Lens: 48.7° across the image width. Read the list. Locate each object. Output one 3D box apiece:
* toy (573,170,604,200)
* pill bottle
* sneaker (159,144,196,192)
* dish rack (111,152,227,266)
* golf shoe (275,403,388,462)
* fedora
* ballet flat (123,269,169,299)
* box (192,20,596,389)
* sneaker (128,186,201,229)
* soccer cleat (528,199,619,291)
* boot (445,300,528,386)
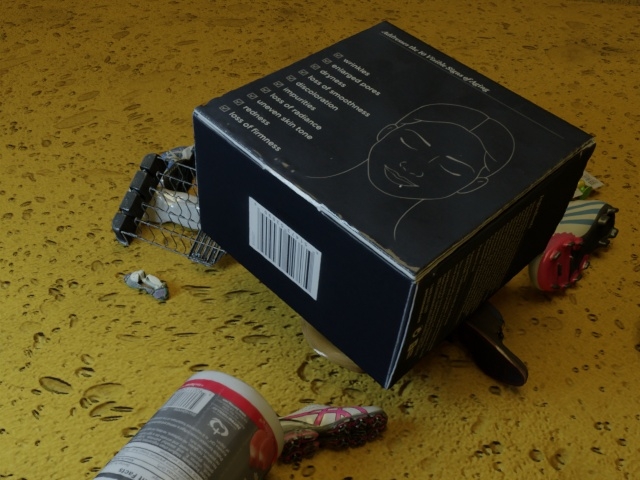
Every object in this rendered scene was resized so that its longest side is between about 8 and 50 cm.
[{"bbox_3d":[0.561,-0.170,1.751,0.137,0.056,0.237,-20,46,-33],"label":"toy"},{"bbox_3d":[-0.198,0.334,0.924,0.176,0.176,0.318,19,40,22],"label":"pill bottle"},{"bbox_3d":[-0.351,-0.170,1.707,0.081,0.080,0.211,0,26,9],"label":"sneaker"},{"bbox_3d":[-0.289,-0.061,1.485,0.272,0.074,0.208,19,76,12],"label":"dish rack"},{"bbox_3d":[0.011,0.280,1.100,0.186,0.067,0.086,-8,36,-13],"label":"golf shoe"},{"bbox_3d":[0.055,0.168,1.243,0.194,0.079,0.194,1,37,-1],"label":"fedora"},{"bbox_3d":[-0.342,0.079,1.387,0.114,0.041,0.041,22,41,26],"label":"ballet flat"},{"bbox_3d":[0.113,-0.095,1.230,0.472,0.297,0.480,-34,59,-31],"label":"box"},{"bbox_3d":[-0.326,-0.082,1.593,0.212,0.080,0.094,19,27,13],"label":"sneaker"},{"bbox_3d":[0.495,0.007,1.477,0.143,0.116,0.331,14,32,43],"label":"soccer cleat"},{"bbox_3d":[0.307,0.166,1.256,0.106,0.082,0.219,-24,41,-26],"label":"boot"}]
